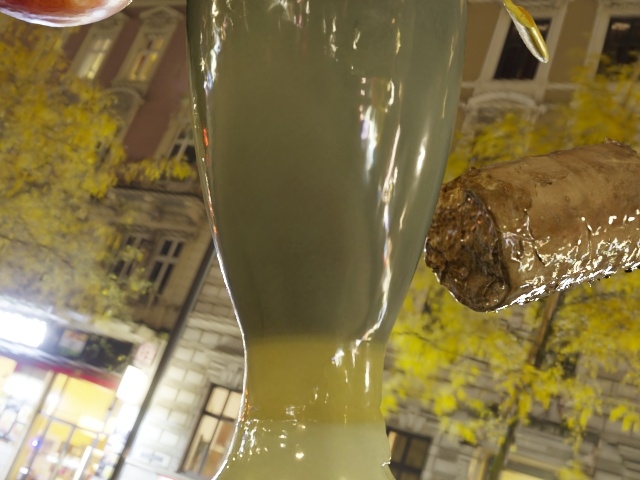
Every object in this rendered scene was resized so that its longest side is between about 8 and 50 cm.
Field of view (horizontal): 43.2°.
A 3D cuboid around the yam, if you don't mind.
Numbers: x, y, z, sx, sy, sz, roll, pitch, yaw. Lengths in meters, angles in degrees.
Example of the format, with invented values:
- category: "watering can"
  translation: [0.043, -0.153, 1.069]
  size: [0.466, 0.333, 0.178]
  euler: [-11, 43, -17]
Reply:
- category: "yam"
  translation: [0.206, -0.014, 0.745]
  size: [0.129, 0.238, 0.128]
  euler: [44, -46, 36]

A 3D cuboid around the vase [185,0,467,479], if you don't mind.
- category: "vase"
  translation: [0.000, 0.000, 0.470]
  size: [0.173, 0.321, 0.173]
  euler: [1, -14, 0]

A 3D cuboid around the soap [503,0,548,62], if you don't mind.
- category: "soap"
  translation: [0.393, -0.399, 1.532]
  size: [0.033, 0.089, 0.168]
  euler: [-35, -35, 15]

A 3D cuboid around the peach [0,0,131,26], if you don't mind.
- category: "peach"
  translation: [-0.455, -0.525, 1.340]
  size: [0.370, 0.370, 0.370]
  euler: [18, -21, 7]
